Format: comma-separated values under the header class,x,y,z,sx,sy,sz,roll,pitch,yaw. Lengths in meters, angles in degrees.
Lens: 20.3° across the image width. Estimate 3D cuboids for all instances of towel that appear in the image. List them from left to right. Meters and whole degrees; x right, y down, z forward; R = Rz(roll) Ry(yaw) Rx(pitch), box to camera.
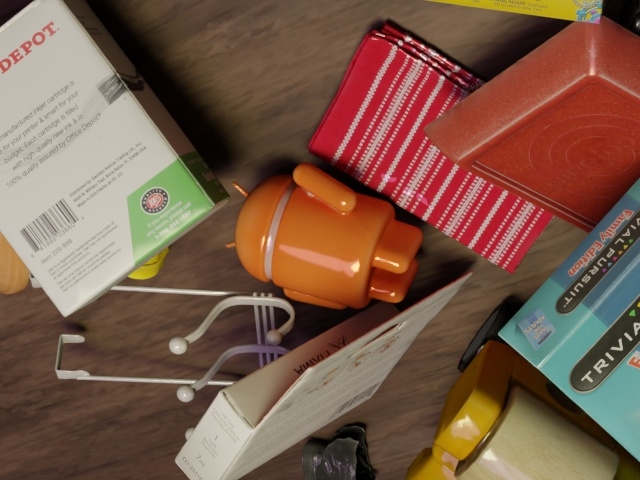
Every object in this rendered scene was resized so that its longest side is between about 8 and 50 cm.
class,x,y,z,sx,sy,sz,roll,pitch,yaw
towel,0.134,-0.095,1.918,0.275,0.031,0.199,31,132,-1

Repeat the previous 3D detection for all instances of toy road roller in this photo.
class,x,y,z,sx,sy,sz,roll,pitch,yaw
toy road roller,0.204,0.245,1.947,0.202,0.329,0.240,35,110,-2

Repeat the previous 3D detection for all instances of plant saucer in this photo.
class,x,y,z,sx,sy,sz,roll,pitch,yaw
plant saucer,-0.411,-0.025,2.140,0.200,0.037,0.200,38,141,39
plant saucer,0.275,-0.094,1.760,0.259,0.048,0.258,24,144,-27

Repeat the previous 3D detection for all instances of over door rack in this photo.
class,x,y,z,sx,sy,sz,roll,pitch,yaw
over door rack,-0.189,0.135,2.124,0.324,0.108,0.239,12,147,9

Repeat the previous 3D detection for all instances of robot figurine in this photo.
class,x,y,z,sx,sy,sz,roll,pitch,yaw
robot figurine,0.000,-0.002,1.984,0.219,0.128,0.158,15,168,13

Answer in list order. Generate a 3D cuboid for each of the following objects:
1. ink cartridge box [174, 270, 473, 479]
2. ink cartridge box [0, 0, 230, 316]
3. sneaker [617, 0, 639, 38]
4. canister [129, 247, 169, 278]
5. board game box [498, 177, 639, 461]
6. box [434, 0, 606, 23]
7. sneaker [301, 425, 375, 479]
class,x,y,z,sx,sy,sz,roll,pitch,yaw
ink cartridge box,0.005,0.137,1.973,0.066,0.296,0.261,48,133,14
ink cartridge box,-0.269,-0.098,1.949,0.211,0.121,0.289,-35,91,10
sneaker,0.367,-0.233,1.670,0.130,0.109,0.286,24,135,-7
canister,-0.227,-0.052,2.082,0.126,0.073,0.170,23,129,6
board game box,0.370,0.100,1.764,0.254,0.079,0.336,-48,125,1
box,0.133,-0.373,1.601,0.290,0.177,0.279,9,129,13
sneaker,0.028,0.305,2.246,0.089,0.051,0.170,4,122,27
